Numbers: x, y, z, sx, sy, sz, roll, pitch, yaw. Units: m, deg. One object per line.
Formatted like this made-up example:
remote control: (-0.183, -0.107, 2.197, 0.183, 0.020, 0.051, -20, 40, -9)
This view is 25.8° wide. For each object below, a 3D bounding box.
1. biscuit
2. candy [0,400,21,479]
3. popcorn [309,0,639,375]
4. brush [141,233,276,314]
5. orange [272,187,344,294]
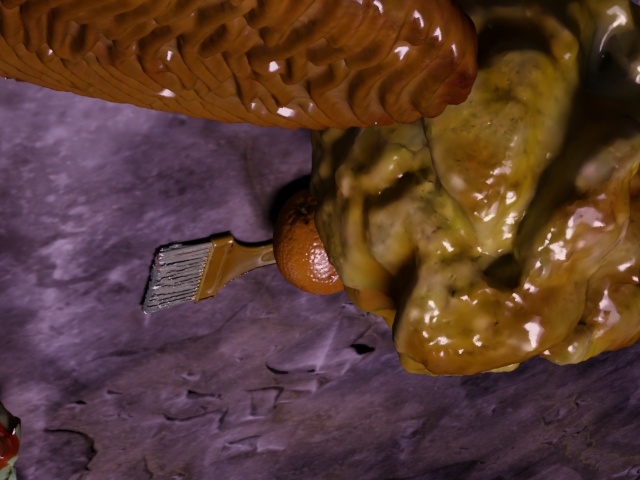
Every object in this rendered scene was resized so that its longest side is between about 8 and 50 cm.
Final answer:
biscuit: (-0.084, -0.102, 0.648, 0.318, 0.040, 0.318, 9, 174, 1)
candy: (-0.259, 0.197, 1.163, 0.084, 0.078, 0.288, 3, 156, 7)
popcorn: (0.132, -0.050, 0.905, 0.282, 0.247, 0.282, -30, 151, -18)
brush: (-0.034, 0.010, 1.099, 0.218, 0.010, 0.082, -13, 149, -24)
orange: (0.000, 0.000, 1.042, 0.085, 0.085, 0.085, -20, 151, -12)
